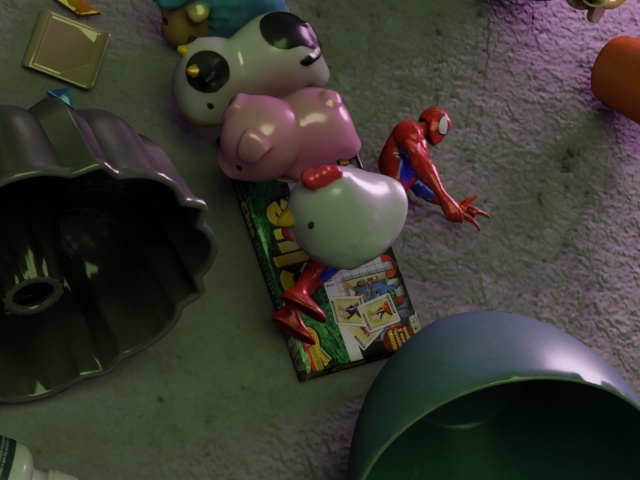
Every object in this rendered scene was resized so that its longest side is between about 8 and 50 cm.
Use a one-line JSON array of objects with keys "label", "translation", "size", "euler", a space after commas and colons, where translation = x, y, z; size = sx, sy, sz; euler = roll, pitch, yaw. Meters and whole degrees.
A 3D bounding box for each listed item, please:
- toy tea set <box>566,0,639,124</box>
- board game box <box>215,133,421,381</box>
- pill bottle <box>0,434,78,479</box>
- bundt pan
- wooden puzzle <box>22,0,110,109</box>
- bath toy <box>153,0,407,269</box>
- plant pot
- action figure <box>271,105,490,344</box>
[{"label": "toy tea set", "translation": [0.360, -0.259, 1.937], "size": [0.124, 0.336, 0.200], "euler": [27, 66, 38]}, {"label": "board game box", "translation": [0.000, 0.000, 1.852], "size": [0.136, 0.030, 0.259], "euler": [-15, 77, -23]}, {"label": "pill bottle", "translation": [-0.306, 0.214, 1.612], "size": [0.180, 0.108, 0.108], "euler": [21, 65, -13]}, {"label": "bundt pan", "translation": [-0.261, 0.002, 1.607], "size": [0.331, 0.331, 0.124], "euler": [-8, 53, -23]}, {"label": "wooden puzzle", "translation": [-0.249, -0.188, 1.836], "size": [0.079, 0.014, 0.116], "euler": [25, 64, -6]}, {"label": "bath toy", "translation": [-0.046, -0.117, 1.765], "size": [0.151, 0.129, 0.348], "euler": [-35, 56, 7]}, {"label": "plant pot", "translation": [0.154, 0.177, 1.733], "size": [0.290, 0.290, 0.195], "euler": [9, 33, -18]}, {"label": "action figure", "translation": [0.081, -0.009, 1.820], "size": [0.139, 0.091, 0.280], "euler": [30, 64, 1]}]
